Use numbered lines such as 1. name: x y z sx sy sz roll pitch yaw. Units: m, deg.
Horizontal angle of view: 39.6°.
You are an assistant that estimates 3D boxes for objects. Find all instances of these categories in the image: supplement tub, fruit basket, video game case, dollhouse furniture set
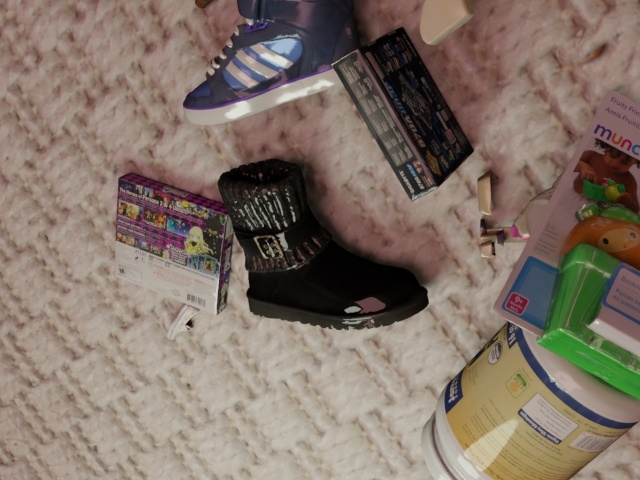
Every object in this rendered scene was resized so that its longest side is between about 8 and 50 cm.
1. supplement tub: 0.315 0.249 1.328 0.228 0.228 0.316 40 123 6
2. fruit basket: 0.439 0.019 1.121 0.327 0.165 0.353 30 82 6
3. video game case: -0.271 0.006 1.630 0.232 0.042 0.210 18 119 19
4. dollhouse furniture set: 0.276 -0.042 1.317 0.081 0.091 0.114 -3 108 12

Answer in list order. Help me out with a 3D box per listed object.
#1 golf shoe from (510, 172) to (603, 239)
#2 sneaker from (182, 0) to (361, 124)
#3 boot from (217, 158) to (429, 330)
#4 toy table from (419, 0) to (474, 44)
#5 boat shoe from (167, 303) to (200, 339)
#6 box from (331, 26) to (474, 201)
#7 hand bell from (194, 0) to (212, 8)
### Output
1. golf shoe: 0.385 0.059 1.256 0.140 0.115 0.306 -33 89 -4
2. sneaker: -0.103 -0.322 1.335 0.322 0.130 0.236 -12 113 26
3. boot: -0.003 0.002 1.439 0.347 0.131 0.260 2 112 27
4. toy table: 0.200 -0.386 1.115 0.274 0.252 0.161 -38 75 45
5. boat shoe: -0.259 0.160 1.698 0.035 0.035 0.100 39 117 10
6. box: 0.123 -0.185 1.267 0.051 0.175 0.220 -27 99 33
7. hand bell: -0.135 -0.442 1.348 0.126 0.126 0.242 46 137 2
